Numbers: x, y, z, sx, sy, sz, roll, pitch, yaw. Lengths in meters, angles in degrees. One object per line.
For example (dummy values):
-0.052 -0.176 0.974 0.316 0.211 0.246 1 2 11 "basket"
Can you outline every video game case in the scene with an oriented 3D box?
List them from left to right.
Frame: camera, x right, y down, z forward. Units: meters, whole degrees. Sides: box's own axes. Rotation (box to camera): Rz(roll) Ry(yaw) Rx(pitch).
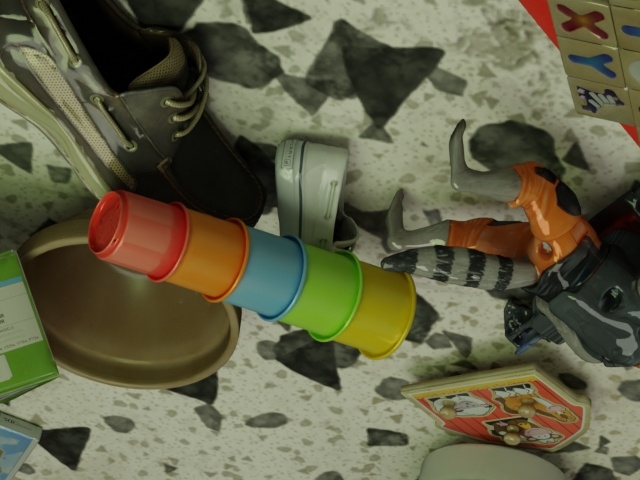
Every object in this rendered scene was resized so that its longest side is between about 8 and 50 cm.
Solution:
-0.465 0.253 2.046 0.193 0.023 0.212 23 137 -15 "video game case"

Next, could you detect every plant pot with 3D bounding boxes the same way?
-0.191 0.039 1.691 0.237 0.109 0.237 6 138 5 "plant pot"

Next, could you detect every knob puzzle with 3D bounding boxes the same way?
0.208 0.197 1.825 0.213 0.030 0.213 6 151 4 "knob puzzle"

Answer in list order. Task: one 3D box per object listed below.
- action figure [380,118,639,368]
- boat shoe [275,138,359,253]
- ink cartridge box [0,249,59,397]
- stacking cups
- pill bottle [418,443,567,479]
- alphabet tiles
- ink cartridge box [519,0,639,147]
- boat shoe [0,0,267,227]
0.213 0.050 1.578 0.330 0.178 0.341 28 142 -5 "action figure"
0.000 0.000 1.630 0.076 0.083 0.226 4 137 8 "boat shoe"
-0.364 0.040 1.631 0.097 0.255 0.189 -17 176 -29 "ink cartridge box"
-0.065 0.031 1.533 0.316 0.096 0.096 17 140 -30 "stacking cups"
0.168 0.442 1.831 0.229 0.407 0.229 8 149 5 "pill bottle"
0.356 -0.120 1.370 0.343 0.011 0.285 16 154 26 "alphabet tiles"
0.342 -0.155 1.408 0.261 0.066 0.296 -24 129 31 "ink cartridge box"
-0.167 -0.121 1.492 0.130 0.132 0.355 -28 128 35 "boat shoe"
